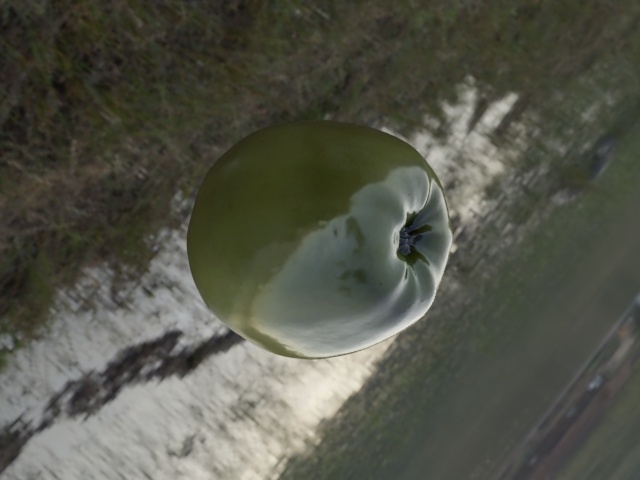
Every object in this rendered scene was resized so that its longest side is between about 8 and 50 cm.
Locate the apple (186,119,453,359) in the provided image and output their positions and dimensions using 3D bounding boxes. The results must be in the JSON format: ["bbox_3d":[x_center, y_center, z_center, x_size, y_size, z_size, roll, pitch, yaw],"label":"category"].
[{"bbox_3d":[0.000,0.000,1.095,0.262,0.262,0.262,-47,164,-18],"label":"apple"}]
